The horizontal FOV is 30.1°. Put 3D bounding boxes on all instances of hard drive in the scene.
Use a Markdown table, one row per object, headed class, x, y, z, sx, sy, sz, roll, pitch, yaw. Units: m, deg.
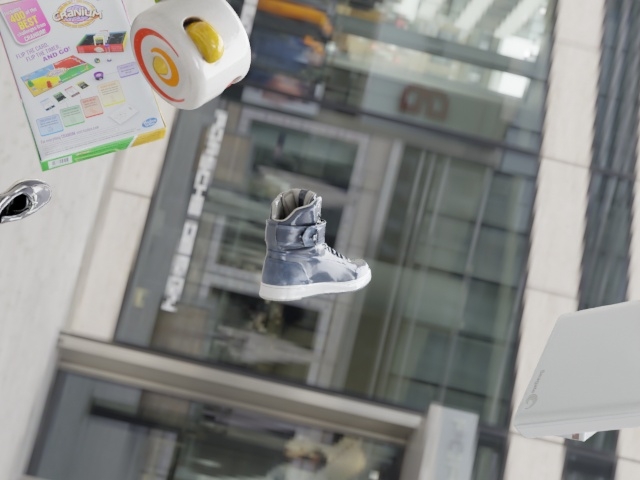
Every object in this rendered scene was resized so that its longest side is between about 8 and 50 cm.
| class | x | y | z | sx | sy | sz | roll | pitch | yaw |
| --- | --- | --- | --- | --- | --- | --- | --- | --- | --- |
| hard drive | 0.467 | 0.180 | 1.778 | 0.353 | 0.047 | 0.233 | -18 | -147 | 50 |

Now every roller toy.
| class | x | y | z | sx | sy | sz | roll | pitch | yaw |
| --- | --- | --- | --- | --- | --- | --- | --- | --- | --- |
| roller toy | -0.229 | -0.329 | 2.061 | 0.146 | 0.209 | 0.191 | -38 | 146 | -29 |

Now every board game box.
| class | x | y | z | sx | sy | sz | roll | pitch | yaw |
| --- | --- | --- | --- | --- | --- | --- | --- | --- | --- |
| board game box | -0.450 | -0.312 | 2.221 | 0.064 | 0.242 | 0.316 | 128 | -56 | -73 |

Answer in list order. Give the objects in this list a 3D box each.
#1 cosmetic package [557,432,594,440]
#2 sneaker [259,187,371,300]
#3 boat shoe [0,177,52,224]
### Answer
| class | x | y | z | sx | sy | sz | roll | pitch | yaw |
| --- | --- | --- | --- | --- | --- | --- | --- | --- | --- |
| cosmetic package | 0.468 | 0.274 | 2.151 | 0.238 | 0.107 | 0.127 | -2 | 98 | -59 |
| sneaker | 0.001 | 0.000 | 1.839 | 0.226 | 0.086 | 0.163 | -7 | 101 | -49 |
| boat shoe | -0.533 | -0.059 | 2.101 | 0.206 | 0.065 | 0.075 | -27 | 129 | -61 |
